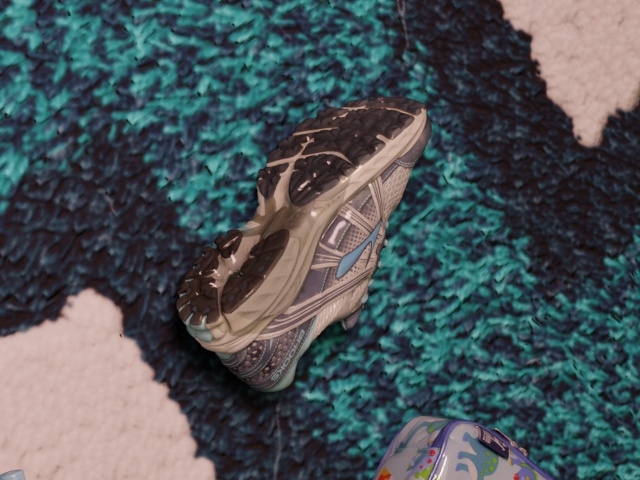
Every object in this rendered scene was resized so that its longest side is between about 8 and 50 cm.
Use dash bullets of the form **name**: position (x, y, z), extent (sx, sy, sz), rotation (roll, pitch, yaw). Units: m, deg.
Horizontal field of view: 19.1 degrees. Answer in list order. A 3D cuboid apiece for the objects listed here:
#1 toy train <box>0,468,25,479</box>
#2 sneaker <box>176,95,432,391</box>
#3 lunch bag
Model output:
- **toy train**: position (-0.262, 0.152, 1.348), extent (0.125, 0.046, 0.166), rotation (-22, 99, -34)
- **sneaker**: position (0.000, 0.000, 1.518), extent (0.283, 0.110, 0.122), rotation (-50, 128, -25)
- **lunch bag**: position (0.108, 0.265, 1.551), extent (0.176, 0.090, 0.219), rotation (40, 66, -26)
